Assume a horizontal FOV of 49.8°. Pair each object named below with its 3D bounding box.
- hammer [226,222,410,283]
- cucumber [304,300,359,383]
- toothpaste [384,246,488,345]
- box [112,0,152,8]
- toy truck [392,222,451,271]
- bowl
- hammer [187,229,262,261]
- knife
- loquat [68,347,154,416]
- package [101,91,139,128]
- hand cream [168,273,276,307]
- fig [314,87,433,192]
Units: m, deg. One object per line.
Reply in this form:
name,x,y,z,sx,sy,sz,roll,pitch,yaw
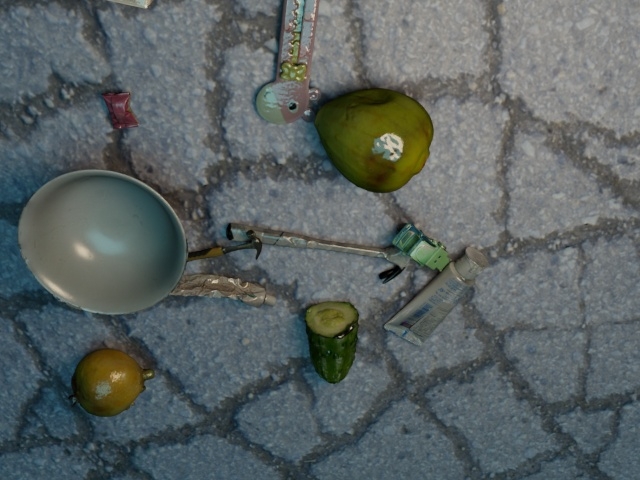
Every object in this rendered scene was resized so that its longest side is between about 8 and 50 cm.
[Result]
hammer,0.000,0.001,1.567,0.427,0.044,0.152,10,119,-6
cucumber,0.028,0.269,1.678,0.134,0.134,0.244,-2,129,-1
toothpaste,0.280,0.138,1.641,0.114,0.073,0.299,27,123,-16
box,-0.448,-0.489,1.187,0.344,0.200,0.065,10,121,-8
toy truck,0.240,0.030,1.535,0.067,0.081,0.175,-50,135,10
bowl,-0.445,-0.023,1.472,0.346,0.157,0.345,-1,120,-2
hammer,-0.224,0.026,1.561,0.201,0.021,0.078,-11,133,19
knife,-0.045,-0.410,1.334,0.132,0.038,0.398,5,118,-8
loquat,-0.510,0.347,1.686,0.205,0.149,0.172,-4,119,-16
package,-0.409,-0.267,1.410,0.059,0.029,0.083,-3,128,4
hand cream,-0.227,0.119,1.607,0.257,0.084,0.050,12,126,-13
fig,0.106,-0.203,1.362,0.230,0.207,0.207,24,116,-15
